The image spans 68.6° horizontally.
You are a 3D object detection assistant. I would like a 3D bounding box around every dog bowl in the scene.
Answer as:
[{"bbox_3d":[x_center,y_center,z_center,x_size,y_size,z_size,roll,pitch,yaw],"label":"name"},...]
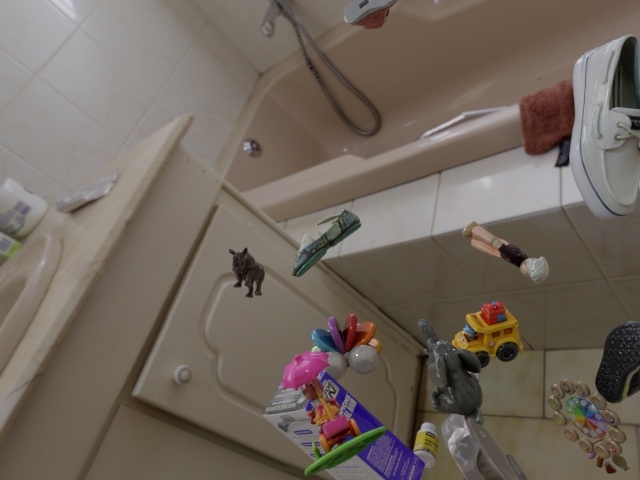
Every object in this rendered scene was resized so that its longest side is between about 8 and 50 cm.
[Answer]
[{"bbox_3d":[0.518,0.687,1.475,0.102,0.349,0.349,-41,34,11],"label":"dog bowl"}]

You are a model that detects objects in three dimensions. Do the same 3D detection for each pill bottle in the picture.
[{"bbox_3d":[0.308,0.592,1.364,0.065,0.065,0.116,-26,17,31],"label":"pill bottle"}]

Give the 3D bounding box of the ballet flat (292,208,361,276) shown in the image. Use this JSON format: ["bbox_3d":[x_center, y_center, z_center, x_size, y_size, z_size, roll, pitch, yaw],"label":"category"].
[{"bbox_3d":[0.000,0.000,0.990,0.188,0.070,0.070,-38,30,-17],"label":"ballet flat"}]

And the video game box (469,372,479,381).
[{"bbox_3d":[0.680,0.494,2.028,0.048,0.187,0.205,4,21,26],"label":"video game box"}]

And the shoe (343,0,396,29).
[{"bbox_3d":[0.144,-0.565,1.124,0.178,0.081,0.064,-10,87,46],"label":"shoe"}]

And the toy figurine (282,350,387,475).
[{"bbox_3d":[0.005,0.246,0.707,0.130,0.173,0.159,-25,62,-10],"label":"toy figurine"}]

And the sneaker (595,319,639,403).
[{"bbox_3d":[0.657,0.250,0.986,0.097,0.235,0.084,-10,40,-9],"label":"sneaker"}]

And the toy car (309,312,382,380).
[{"bbox_3d":[0.055,0.246,1.148,0.181,0.136,0.159,-12,19,1],"label":"toy car"}]

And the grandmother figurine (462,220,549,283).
[{"bbox_3d":[0.684,0.047,1.707,0.342,0.207,0.104,46,119,52],"label":"grandmother figurine"}]

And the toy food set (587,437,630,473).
[{"bbox_3d":[0.752,0.570,1.242,0.078,0.122,0.019,-35,9,17],"label":"toy food set"}]

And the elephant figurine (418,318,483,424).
[{"bbox_3d":[0.366,0.364,1.335,0.186,0.240,0.169,-7,18,35],"label":"elephant figurine"}]

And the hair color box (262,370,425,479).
[{"bbox_3d":[0.053,0.453,1.069,0.185,0.339,0.110,-31,20,48],"label":"hair color box"}]

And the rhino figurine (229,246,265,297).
[{"bbox_3d":[-0.219,0.086,1.367,0.073,0.243,0.106,0,67,10],"label":"rhino figurine"}]

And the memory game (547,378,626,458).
[{"bbox_3d":[0.593,0.401,1.057,0.012,0.186,0.186,-19,24,-23],"label":"memory game"}]

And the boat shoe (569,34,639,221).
[{"bbox_3d":[0.361,-0.140,0.576,0.076,0.083,0.226,147,119,-74],"label":"boat shoe"}]

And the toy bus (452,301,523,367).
[{"bbox_3d":[0.565,0.306,1.608,0.220,0.212,0.149,-15,26,-1],"label":"toy bus"}]
